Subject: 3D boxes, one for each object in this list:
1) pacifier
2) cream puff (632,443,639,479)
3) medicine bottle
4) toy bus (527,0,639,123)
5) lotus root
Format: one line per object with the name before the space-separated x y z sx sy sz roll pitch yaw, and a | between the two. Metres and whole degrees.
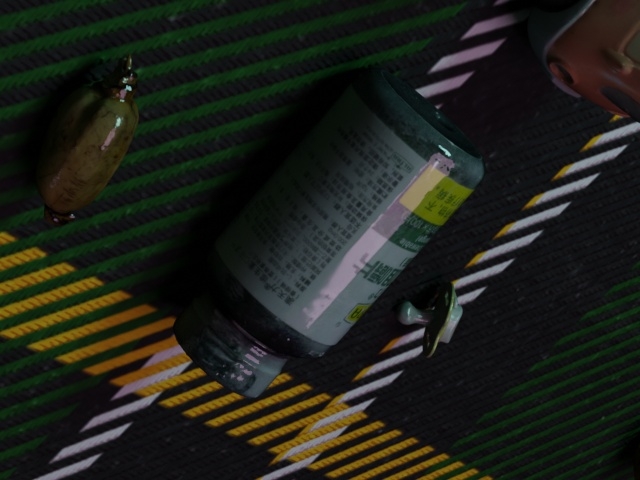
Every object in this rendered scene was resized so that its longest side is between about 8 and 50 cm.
pacifier | 0.107 0.074 1.990 0.064 0.068 0.083 15 121 -13
cream puff | 0.462 0.279 2.528 0.144 0.103 0.126 -15 144 -34
medicine bottle | 0.000 0.000 1.702 0.293 0.141 0.141 -48 146 12
toy bus | 0.339 -0.210 1.721 0.288 0.232 0.194 -50 149 11
lotus root | -0.178 -0.077 1.504 0.152 0.063 0.072 -59 -179 21
